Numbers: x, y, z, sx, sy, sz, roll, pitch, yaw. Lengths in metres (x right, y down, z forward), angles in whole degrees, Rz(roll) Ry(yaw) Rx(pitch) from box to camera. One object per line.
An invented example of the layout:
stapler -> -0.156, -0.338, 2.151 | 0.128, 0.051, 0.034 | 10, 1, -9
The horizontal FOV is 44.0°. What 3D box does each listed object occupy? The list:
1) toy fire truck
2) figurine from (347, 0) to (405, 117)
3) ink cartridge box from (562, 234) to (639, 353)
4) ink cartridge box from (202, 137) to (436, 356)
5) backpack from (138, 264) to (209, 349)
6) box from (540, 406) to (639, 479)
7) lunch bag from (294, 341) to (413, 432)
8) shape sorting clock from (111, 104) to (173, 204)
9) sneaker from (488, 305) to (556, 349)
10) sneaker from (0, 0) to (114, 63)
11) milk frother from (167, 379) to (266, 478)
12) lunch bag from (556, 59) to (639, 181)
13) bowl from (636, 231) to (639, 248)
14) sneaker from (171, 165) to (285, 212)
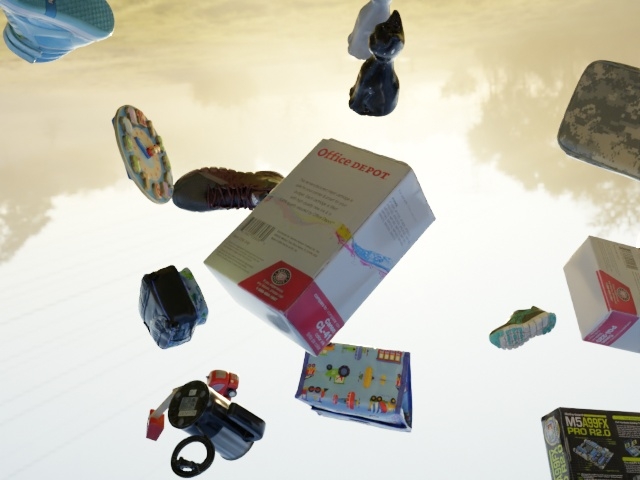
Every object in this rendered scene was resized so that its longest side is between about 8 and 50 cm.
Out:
toy fire truck -> -0.260, 0.331, 1.596 | 0.135, 0.192, 0.047 | 22, -159, -18
figurine -> 0.107, -0.365, 1.406 | 0.092, 0.215, 0.209 | 3, 152, -7
ink cartridge box -> 0.514, 0.096, 1.258 | 0.217, 0.092, 0.159 | 12, -134, -12
ink cartridge box -> 0.000, 0.000, 1.268 | 0.306, 0.131, 0.226 | -46, -138, -16
backpack -> -0.217, 0.102, 1.170 | 0.084, 0.105, 0.114 | -18, 155, -31
box -> 0.484, 0.371, 1.203 | 0.269, 0.216, 0.060 | 6, 148, -15
lunch bag -> 0.086, 0.340, 1.721 | 0.220, 0.138, 0.293 | 6, 152, 14
shape sorting clock -> -0.339, -0.168, 1.544 | 0.040, 0.206, 0.206 | -23, -175, 12
sneaker -> 0.438, 0.190, 1.758 | 0.166, 0.065, 0.076 | -15, -153, -18
sneaker -> -0.576, -0.431, 1.502 | 0.208, 0.127, 0.319 | -19, 156, 33
milk frother -> -0.172, 0.319, 1.256 | 0.129, 0.143, 0.135 | 8, 152, 44
lunch bag -> 0.661, -0.223, 1.599 | 0.305, 0.213, 0.256 | 27, -167, 32
bowl -> 0.818, 0.022, 1.712 | 0.311, 0.312, 0.163 | -5, -166, 5
sneaker -> -0.188, -0.109, 1.792 | 0.281, 0.107, 0.162 | -8, -163, -20
